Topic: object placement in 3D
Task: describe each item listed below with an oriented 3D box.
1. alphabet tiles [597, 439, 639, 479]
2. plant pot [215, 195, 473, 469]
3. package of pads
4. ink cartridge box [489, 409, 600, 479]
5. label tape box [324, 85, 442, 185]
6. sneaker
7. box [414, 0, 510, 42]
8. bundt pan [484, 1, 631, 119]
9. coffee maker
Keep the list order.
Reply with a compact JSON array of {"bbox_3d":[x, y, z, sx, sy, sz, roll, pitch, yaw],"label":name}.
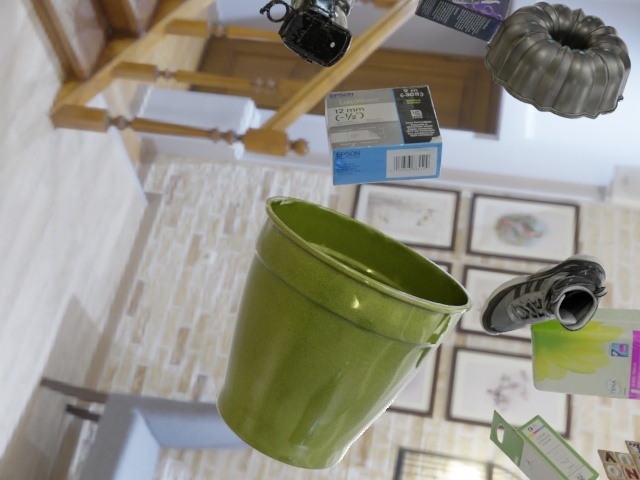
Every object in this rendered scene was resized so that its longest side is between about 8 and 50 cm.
[{"bbox_3d":[0.717,0.506,1.825,0.198,0.237,0.009,-94,-163,-56],"label":"alphabet tiles"},{"bbox_3d":[0.005,0.167,1.404,0.353,0.367,0.366,-64,176,13],"label":"plant pot"},{"bbox_3d":[0.637,0.260,1.968,0.101,0.297,0.229,-69,155,-44],"label":"package of pads"},{"bbox_3d":[0.407,0.395,1.570,0.062,0.209,0.109,-30,142,-20],"label":"ink cartridge box"},{"bbox_3d":[0.138,-0.285,2.026,0.347,0.249,0.115,-95,180,-45],"label":"label tape box"},{"bbox_3d":[0.427,0.125,1.653,0.101,0.269,0.153,57,20,-11],"label":"sneaker"},{"bbox_3d":[0.354,-0.599,2.075,0.108,0.207,0.153,123,-15,-72],"label":"box"},{"bbox_3d":[0.542,-0.419,1.905,0.124,0.331,0.330,106,0,-45],"label":"bundt pan"},{"bbox_3d":[-0.014,-0.442,1.612,0.171,0.120,0.178,45,33,-33],"label":"coffee maker"}]
